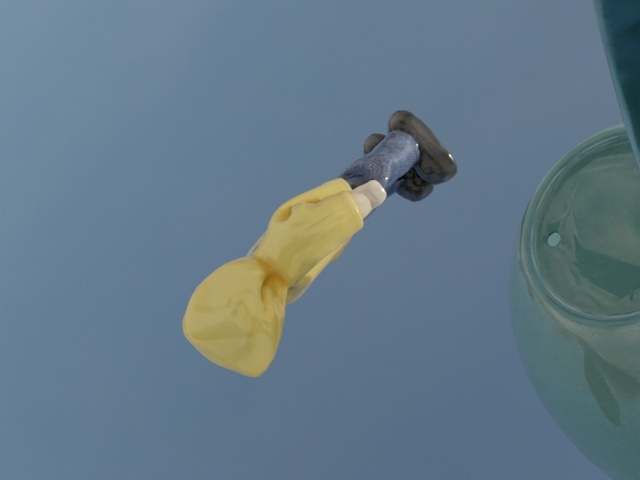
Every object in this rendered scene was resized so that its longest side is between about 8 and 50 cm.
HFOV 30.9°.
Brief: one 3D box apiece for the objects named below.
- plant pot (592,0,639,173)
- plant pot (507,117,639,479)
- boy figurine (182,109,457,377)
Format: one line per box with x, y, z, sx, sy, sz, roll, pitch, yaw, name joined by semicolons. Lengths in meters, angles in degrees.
0.220;0.010;0.219;0.255;0.271;0.271;-21;-119;11;plant pot
0.239;0.023;0.769;0.290;0.195;0.290;-19;-122;33;plant pot
0.000;0.000;0.998;0.285;0.092;0.177;-46;-177;-31;boy figurine
